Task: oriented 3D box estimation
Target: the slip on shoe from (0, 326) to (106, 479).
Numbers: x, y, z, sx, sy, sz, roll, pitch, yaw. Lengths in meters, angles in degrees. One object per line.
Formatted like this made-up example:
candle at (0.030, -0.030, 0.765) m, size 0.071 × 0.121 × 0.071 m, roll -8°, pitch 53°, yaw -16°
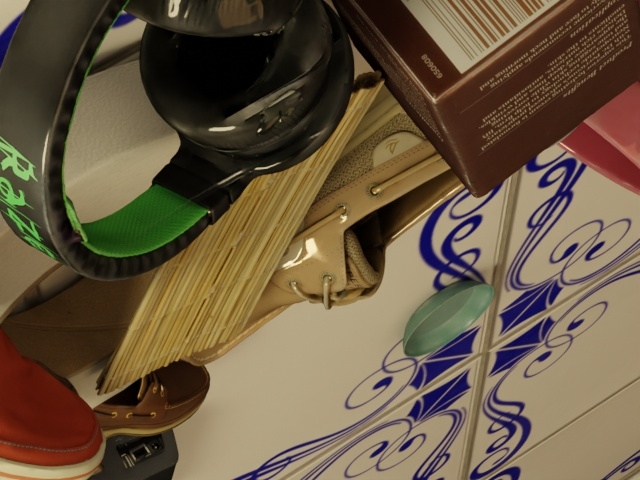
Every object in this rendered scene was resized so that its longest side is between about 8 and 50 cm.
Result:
slip on shoe at (-0.247, 0.048, 1.222) m, size 0.101 × 0.123 × 0.331 m, roll -42°, pitch 121°, yaw 11°

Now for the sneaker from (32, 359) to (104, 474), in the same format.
sneaker at (-0.217, 0.137, 1.484) m, size 0.071 × 0.066 × 0.188 m, roll -21°, pitch 154°, yaw 1°

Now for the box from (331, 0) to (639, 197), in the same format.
box at (0.115, -0.168, 1.421) m, size 0.168 × 0.167 × 0.203 m, roll -37°, pitch 158°, yaw -1°

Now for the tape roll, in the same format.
tape roll at (-0.180, 0.020, 1.462) m, size 0.392 × 0.072 × 0.392 m, roll -32°, pitch 160°, yaw -14°

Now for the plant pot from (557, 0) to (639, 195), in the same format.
plant pot at (0.257, -0.159, 1.642) m, size 0.180 × 0.201 × 0.201 m, roll -53°, pitch 157°, yaw -2°

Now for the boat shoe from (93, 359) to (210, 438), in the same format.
boat shoe at (-0.161, 0.133, 1.739) m, size 0.178 × 0.064 × 0.060 m, roll -10°, pitch 148°, yaw -43°

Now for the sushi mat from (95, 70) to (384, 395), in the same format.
sushi mat at (-0.065, -0.002, 1.477) m, size 0.151 × 0.019 × 0.316 m, roll -21°, pitch 153°, yaw -38°

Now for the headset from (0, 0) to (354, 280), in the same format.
headset at (-0.033, -0.138, 1.206) m, size 0.394 × 0.185 × 0.243 m, roll -53°, pitch 153°, yaw -23°

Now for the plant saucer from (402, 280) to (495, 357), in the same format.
plant saucer at (0.132, 0.079, 2.122) m, size 0.119 × 0.021 × 0.119 m, roll -30°, pitch 156°, yaw -15°

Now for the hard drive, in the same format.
hard drive at (-0.251, 0.269, 1.886) m, size 0.254 × 0.054 × 0.172 m, roll -25°, pitch 155°, yaw -27°

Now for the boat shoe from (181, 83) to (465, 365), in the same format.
boat shoe at (0.000, 0.000, 1.655) m, size 0.341 × 0.110 × 0.121 m, roll -44°, pitch 157°, yaw 16°
